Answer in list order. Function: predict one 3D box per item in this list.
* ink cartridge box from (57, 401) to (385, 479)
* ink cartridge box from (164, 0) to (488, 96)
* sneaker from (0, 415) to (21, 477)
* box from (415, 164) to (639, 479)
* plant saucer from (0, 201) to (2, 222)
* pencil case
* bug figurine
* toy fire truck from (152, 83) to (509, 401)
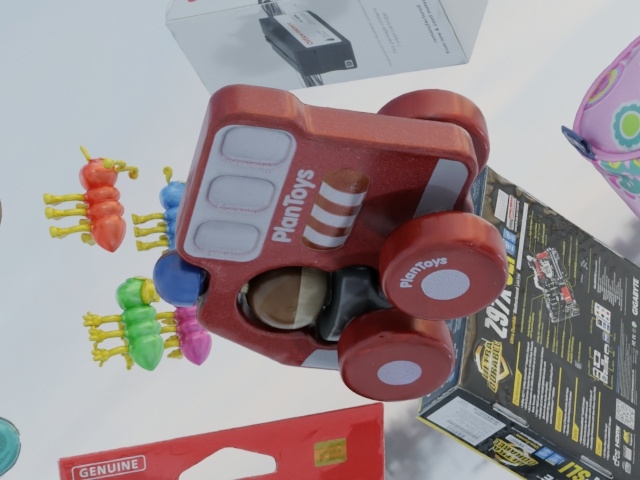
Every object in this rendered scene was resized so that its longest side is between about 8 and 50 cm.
[{"bbox_3d":[-0.071,0.291,1.338,0.296,0.261,0.066,-8,26,-15],"label":"ink cartridge box"},{"bbox_3d":[0.020,-0.281,1.628,0.307,0.129,0.223,-5,45,28],"label":"ink cartridge box"},{"bbox_3d":[-0.486,0.246,1.796,0.275,0.107,0.110,3,-9,-21],"label":"sneaker"},{"bbox_3d":[0.241,0.108,1.662,0.079,0.257,0.322,-42,26,42],"label":"box"},{"bbox_3d":[-0.298,-0.023,1.230,0.083,0.083,0.015,-37,8,-11],"label":"plant saucer"},{"bbox_3d":[0.283,-0.015,1.005,0.124,0.284,0.124,-32,32,23],"label":"pencil case"},{"bbox_3d":[-0.165,0.021,1.489,0.072,0.216,0.279,-13,-7,15],"label":"bug figurine"},{"bbox_3d":[0.000,0.000,1.250,0.254,0.169,0.302,8,-40,-13],"label":"toy fire truck"}]
